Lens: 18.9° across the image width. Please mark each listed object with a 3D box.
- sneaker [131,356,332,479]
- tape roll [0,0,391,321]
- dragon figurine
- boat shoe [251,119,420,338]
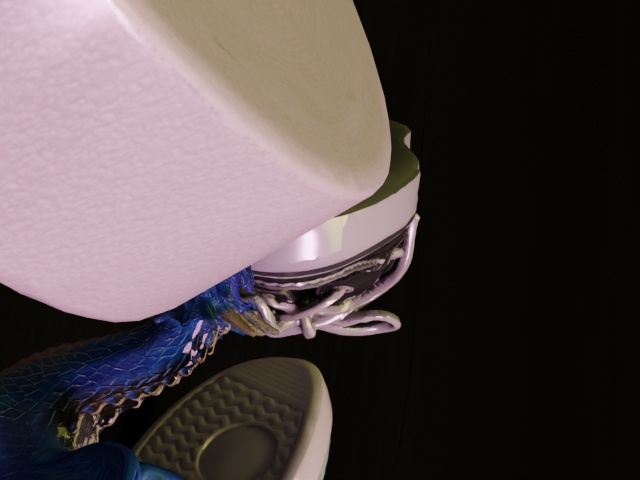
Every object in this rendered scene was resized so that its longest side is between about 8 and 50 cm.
[{"bbox_3d":[-0.044,0.188,0.905,0.151,0.094,0.256,61,42,-46],"label":"sneaker"},{"bbox_3d":[-0.109,-0.162,0.487,0.392,0.072,0.392,56,14,-21],"label":"tape roll"},{"bbox_3d":[-0.091,0.116,0.680,0.085,0.144,0.289,48,44,-64],"label":"dragon figurine"},{"bbox_3d":[-0.004,0.000,1.033,0.306,0.113,0.105,-83,175,-79],"label":"boat shoe"}]
